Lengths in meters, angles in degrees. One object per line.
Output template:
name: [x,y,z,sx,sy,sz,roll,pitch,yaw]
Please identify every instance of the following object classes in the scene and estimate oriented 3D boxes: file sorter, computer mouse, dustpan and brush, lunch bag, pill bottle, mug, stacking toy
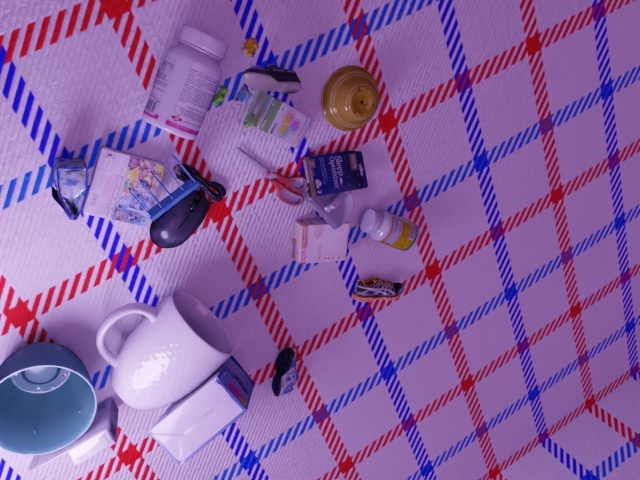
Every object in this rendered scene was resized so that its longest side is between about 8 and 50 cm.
file sorter: [-0.454,-0.156,1.653,0.170,0.118,0.104,-39,113,-7]
computer mouse: [-0.426,-0.086,1.775,0.189,0.072,0.272,32,93,-33]
dustpan and brush: [0.076,-0.157,1.990,0.147,0.060,0.211,47,57,-11]
lunch bag: [-0.693,-0.144,1.588,0.096,0.129,0.151,-5,114,-24]
pill bottle: [0.251,-0.042,2.095,0.209,0.117,0.117,20,100,-31]
mug: [-0.512,0.336,1.782,0.328,0.276,0.374,-43,124,3]
stacking toy: [-0.212,-0.463,1.706,0.221,0.052,0.167,-56,143,1]
pill bottle: [-0.374,-0.441,1.608,0.161,0.160,0.282,20,101,-31]

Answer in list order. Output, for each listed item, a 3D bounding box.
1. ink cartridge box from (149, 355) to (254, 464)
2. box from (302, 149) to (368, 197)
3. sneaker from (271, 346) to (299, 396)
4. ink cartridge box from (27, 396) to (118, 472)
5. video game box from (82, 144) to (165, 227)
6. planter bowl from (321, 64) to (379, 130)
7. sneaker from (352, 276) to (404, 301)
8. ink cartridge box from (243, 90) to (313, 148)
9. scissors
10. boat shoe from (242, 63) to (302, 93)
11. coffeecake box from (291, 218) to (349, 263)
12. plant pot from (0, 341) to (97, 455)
ink cartridge box: [-0.370,0.537,1.904,0.270,0.395,0.151,-39,93,-1]
box: [0.059,-0.230,1.949,0.226,0.036,0.136,-12,91,-23]
sneaker: [-0.122,0.488,2.153,0.081,0.080,0.211,1,119,-33]
ink cartridge box: [-0.751,0.610,1.770,0.239,0.275,0.060,-29,103,-13]
video game box: [-0.577,-0.157,1.688,0.187,0.048,0.205,15,103,-28]
planter bowl: [0.119,-0.459,1.883,0.217,0.090,0.217,-10,114,-23]
sneaker: [0.227,0.180,2.194,0.215,0.084,0.083,-6,107,-23]
ink cartridge box: [-0.126,-0.371,1.773,0.209,0.062,0.108,19,103,-52]
scissors: [-0.166,-0.203,1.884,0.297,0.021,0.108,22,101,-32]
boat shoe: [-0.146,-0.482,1.687,0.206,0.075,0.064,-1,75,-41]
coffeecake box: [0.000,0.000,2.018,0.186,0.068,0.142,-4,111,-25]
plant pot: [-0.823,0.436,1.691,0.293,0.235,0.292,-9,114,-22]
